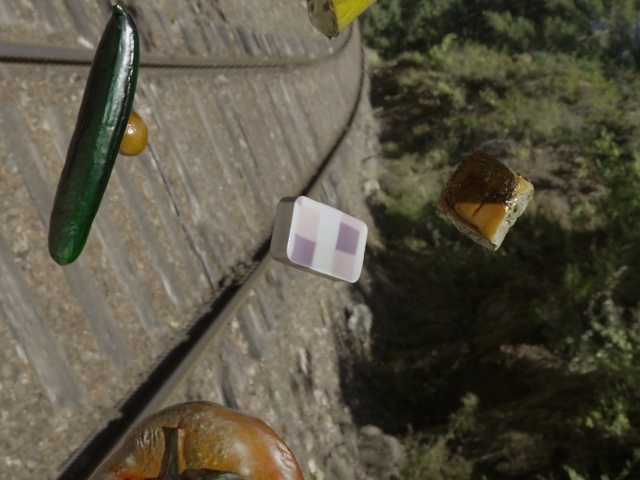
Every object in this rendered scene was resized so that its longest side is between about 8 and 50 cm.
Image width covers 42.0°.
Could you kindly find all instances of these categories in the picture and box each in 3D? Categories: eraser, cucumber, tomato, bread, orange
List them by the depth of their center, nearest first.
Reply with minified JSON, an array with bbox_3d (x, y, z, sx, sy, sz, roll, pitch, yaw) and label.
[{"bbox_3d":[-0.117,0.229,0.769,0.180,0.214,0.155,56,20,-57],"label":"tomato"},{"bbox_3d":[0.000,0.000,0.799,0.105,0.026,0.065,19,79,-45],"label":"eraser"},{"bbox_3d":[0.174,-0.042,0.875,0.070,0.083,0.077,34,-5,26],"label":"bread"},{"bbox_3d":[-0.236,-0.104,0.879,0.056,0.056,0.284,-59,167,-79],"label":"cucumber"},{"bbox_3d":[-0.331,-0.182,1.416,0.085,0.085,0.085,-21,90,-82],"label":"orange"}]

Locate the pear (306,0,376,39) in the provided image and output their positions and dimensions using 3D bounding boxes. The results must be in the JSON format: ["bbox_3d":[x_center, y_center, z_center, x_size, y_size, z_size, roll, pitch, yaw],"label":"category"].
[{"bbox_3d":[0.045,-0.399,1.092,0.267,0.178,0.267,163,-90,-87],"label":"pear"}]
